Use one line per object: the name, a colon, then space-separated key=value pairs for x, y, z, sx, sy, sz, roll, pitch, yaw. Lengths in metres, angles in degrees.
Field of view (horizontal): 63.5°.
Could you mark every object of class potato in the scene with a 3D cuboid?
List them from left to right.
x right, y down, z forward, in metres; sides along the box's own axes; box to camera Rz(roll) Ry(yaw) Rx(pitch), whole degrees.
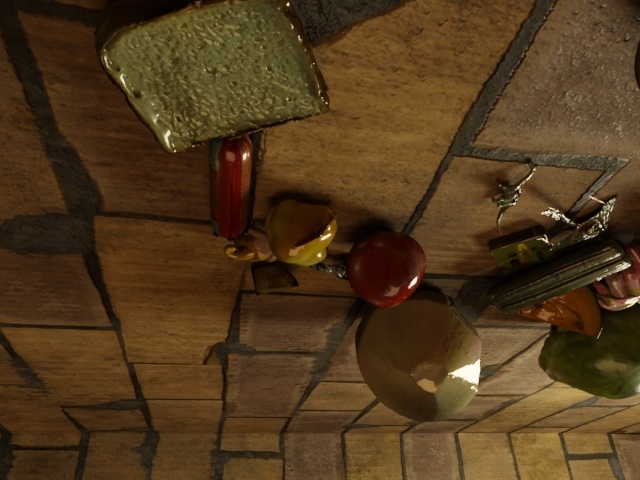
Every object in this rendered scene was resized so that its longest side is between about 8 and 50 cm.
potato: x=-0.106 y=0.088 z=1.202 sx=0.103 sy=0.067 sz=0.096 roll=-8 pitch=173 yaw=-9

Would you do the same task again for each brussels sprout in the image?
brussels sprout: x=0.773 y=0.287 z=1.425 sx=0.344 sy=0.268 sz=0.344 roll=17 pitch=158 yaw=7

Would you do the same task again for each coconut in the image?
coconut: x=0.251 y=0.291 z=1.335 sx=0.352 sy=0.353 sz=0.353 roll=-2 pitch=148 yaw=-1

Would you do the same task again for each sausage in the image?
sausage: x=-0.153 y=-0.101 z=0.881 sx=0.083 sy=0.083 sz=0.264 roll=3 pitch=147 yaw=-9

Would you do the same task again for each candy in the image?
candy: x=0.080 y=0.074 z=1.202 sx=0.226 sy=0.051 sz=0.094 roll=11 pitch=151 yaw=-25

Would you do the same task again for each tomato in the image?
tomato: x=0.145 y=0.058 z=1.085 sx=0.167 sy=0.167 sz=0.167 roll=-2 pitch=148 yaw=-1

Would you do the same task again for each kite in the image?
kite: x=0.526 y=-0.034 z=1.074 sx=0.244 sy=0.006 sz=0.198 roll=11 pitch=136 yaw=-35

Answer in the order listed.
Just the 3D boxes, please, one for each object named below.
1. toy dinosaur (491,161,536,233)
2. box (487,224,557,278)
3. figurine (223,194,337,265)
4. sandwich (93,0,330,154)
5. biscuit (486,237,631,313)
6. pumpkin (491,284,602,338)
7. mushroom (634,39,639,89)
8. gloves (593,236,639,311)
toy dinosaur: x=0.355 y=-0.080 z=0.992 sx=0.058 sy=0.037 sz=0.180 roll=5 pitch=147 yaw=-3
box: x=0.475 y=0.036 z=1.195 sx=0.121 sy=0.030 sz=0.193 roll=-20 pitch=145 yaw=25
figurine: x=-0.073 y=-0.006 z=1.011 sx=0.246 sy=0.131 sz=0.156 roll=-19 pitch=115 yaw=39
sandwich: x=-0.137 y=-0.228 z=0.668 sx=0.251 sy=0.087 sz=0.226 roll=-14 pitch=148 yaw=13
biscuit: x=0.536 y=0.091 z=1.193 sx=0.099 sy=0.038 sz=0.322 roll=43 pitch=128 yaw=-20
pumpkin: x=0.587 y=0.142 z=1.320 sx=0.253 sy=0.149 sz=0.130 roll=16 pitch=-175 yaw=26
mushroom: x=0.511 y=-0.235 z=0.623 sx=0.226 sy=0.178 sz=0.226 roll=-8 pitch=155 yaw=-4
gloves: x=0.714 y=0.083 z=1.209 sx=0.145 sy=0.126 sz=0.241 roll=-10 pitch=154 yaw=16
